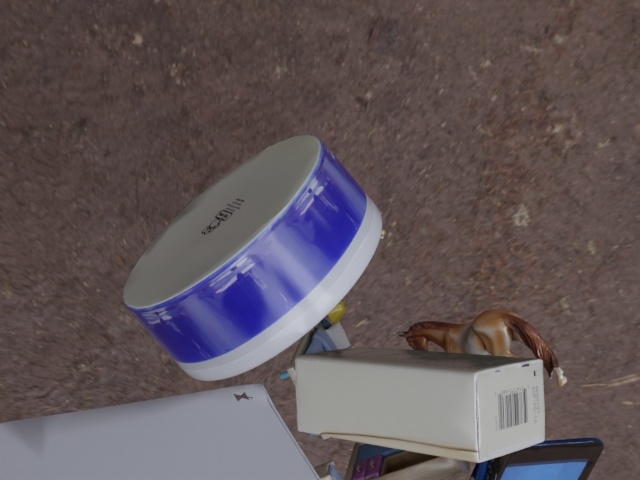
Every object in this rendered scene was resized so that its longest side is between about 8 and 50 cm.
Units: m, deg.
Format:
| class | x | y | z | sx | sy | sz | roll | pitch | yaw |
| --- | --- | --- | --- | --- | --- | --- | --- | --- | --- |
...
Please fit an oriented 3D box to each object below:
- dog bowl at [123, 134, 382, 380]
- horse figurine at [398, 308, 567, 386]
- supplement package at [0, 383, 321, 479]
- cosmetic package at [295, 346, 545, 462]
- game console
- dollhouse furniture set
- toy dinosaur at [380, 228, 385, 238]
| class | x | y | z | sx | sy | sz | roll | pitch | yaw |
| --- | --- | --- | --- | --- | --- | --- | --- | --- | --- |
| dog bowl | -0.072 | 0.013 | 0.916 | 0.265 | 0.265 | 0.104 | -44 | 111 | -13 |
| horse figurine | 0.252 | 0.166 | 1.312 | 0.066 | 0.263 | 0.174 | -34 | 91 | -34 |
| supplement package | -0.086 | 0.230 | 0.525 | 0.204 | 0.262 | 0.145 | -4 | 119 | -27 |
| cosmetic package | 0.127 | 0.211 | 1.191 | 0.160 | 0.309 | 0.113 | -1 | 88 | -44 |
| game console | 0.278 | 0.438 | 1.292 | 0.173 | 0.293 | 0.250 | 18 | 38 | 10 |
| dollhouse furniture set | 0.077 | 0.250 | 1.359 | 0.198 | 0.286 | 0.303 | -24 | 100 | 16 |
| toy dinosaur | 0.000 | 0.000 | 1.239 | 0.183 | 0.093 | 0.053 | -4 | 35 | 5 |
